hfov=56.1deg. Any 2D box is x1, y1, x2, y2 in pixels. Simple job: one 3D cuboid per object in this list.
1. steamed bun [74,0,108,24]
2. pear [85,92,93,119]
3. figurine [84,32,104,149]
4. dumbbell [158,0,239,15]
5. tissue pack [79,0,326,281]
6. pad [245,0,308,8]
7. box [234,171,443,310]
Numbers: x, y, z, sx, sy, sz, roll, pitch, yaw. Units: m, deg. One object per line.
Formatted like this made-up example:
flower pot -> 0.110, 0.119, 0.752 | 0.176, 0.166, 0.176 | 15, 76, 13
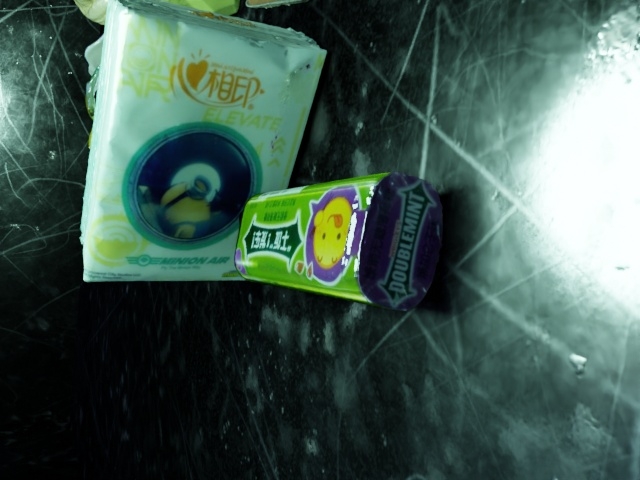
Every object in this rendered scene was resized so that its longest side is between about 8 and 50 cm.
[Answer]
steamed bun -> -0.472, -0.655, 1.453 | 0.325, 0.373, 0.230 | -43, -65, -76
pear -> -0.629, -0.430, 1.865 | 0.200, 0.200, 0.199 | -12, 76, 61
figurine -> -0.475, -0.371, 1.536 | 0.324, 0.231, 0.340 | -33, 54, 13
dumbbell -> -0.262, -0.499, 1.254 | 0.108, 0.121, 0.302 | -57, 28, -7
tissue pack -> -0.184, -0.129, 0.874 | 0.162, 0.288, 0.387 | 49, 129, 48
pad -> -0.046, -0.520, 0.950 | 0.284, 0.018, 0.286 | 33, 115, 59
box -> 0.000, 0.000, 0.720 | 0.346, 0.097, 0.134 | 0, 78, 62
